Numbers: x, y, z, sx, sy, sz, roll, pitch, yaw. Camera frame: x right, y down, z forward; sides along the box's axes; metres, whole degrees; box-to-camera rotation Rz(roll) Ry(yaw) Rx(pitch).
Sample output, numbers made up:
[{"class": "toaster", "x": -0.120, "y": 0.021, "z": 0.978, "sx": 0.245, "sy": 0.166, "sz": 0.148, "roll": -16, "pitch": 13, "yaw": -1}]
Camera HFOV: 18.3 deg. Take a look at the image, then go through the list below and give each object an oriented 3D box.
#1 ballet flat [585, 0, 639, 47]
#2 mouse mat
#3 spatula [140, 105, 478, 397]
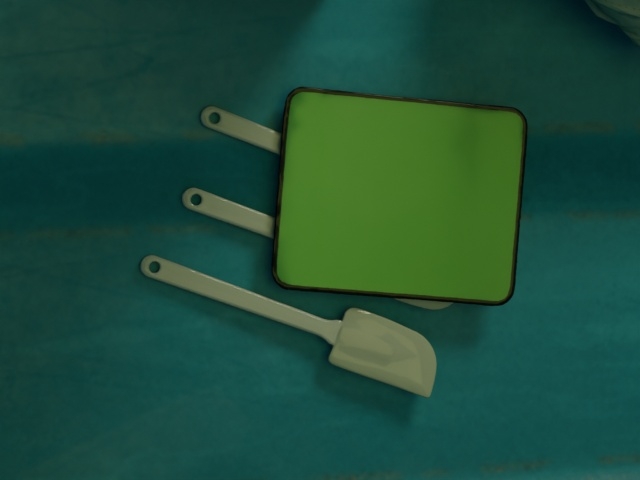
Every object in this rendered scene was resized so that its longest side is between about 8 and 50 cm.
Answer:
[{"class": "ballet flat", "x": 0.311, "y": -0.189, "z": 1.511, "sx": 0.400, "sy": 0.139, "sz": 0.139, "roll": 10, "pitch": 89, "yaw": -15}, {"class": "mouse mat", "x": 0.060, "y": -0.032, "z": 1.490, "sx": 0.190, "sy": 0.007, "sz": 0.152, "roll": 5, "pitch": 90, "yaw": -10}, {"class": "spatula", "x": 0.000, "y": 0.000, "z": 1.491, "sx": 0.242, "sy": 0.019, "sz": 0.168, "roll": 21, "pitch": 87, "yaw": -11}]
